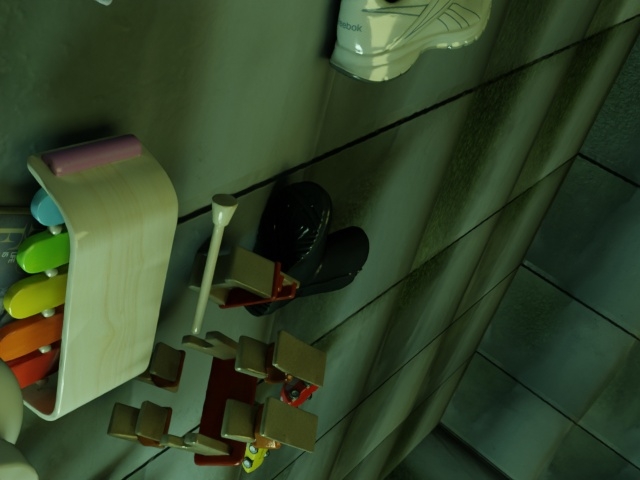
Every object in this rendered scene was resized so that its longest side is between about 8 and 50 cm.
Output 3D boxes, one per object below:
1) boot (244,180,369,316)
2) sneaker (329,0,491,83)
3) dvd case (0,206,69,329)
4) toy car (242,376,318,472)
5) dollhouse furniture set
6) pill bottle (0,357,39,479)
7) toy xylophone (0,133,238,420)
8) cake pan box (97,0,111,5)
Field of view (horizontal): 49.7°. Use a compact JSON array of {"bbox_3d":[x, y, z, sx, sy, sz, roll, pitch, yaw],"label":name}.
[{"bbox_3d":[0.000,0.000,1.047,0.207,0.094,0.246,-17,144,-47],"label":"boot"},{"bbox_3d":[0.133,-0.308,0.887,0.297,0.111,0.129,-38,145,-34],"label":"sneaker"},{"bbox_3d":[-0.293,0.042,0.679,0.221,0.018,0.164,-2,123,-60],"label":"dvd case"},{"bbox_3d":[-0.113,0.339,1.337,0.239,0.053,0.225,-53,155,-3],"label":"toy car"},{"bbox_3d":[-0.107,0.149,0.868,0.135,0.262,0.259,35,54,-44],"label":"dollhouse furniture set"},{"bbox_3d":[-0.296,0.094,0.445,0.146,0.264,0.146,-40,153,-26],"label":"pill bottle"},{"bbox_3d":[-0.210,0.047,0.712,0.236,0.081,0.323,-17,136,-54],"label":"toy xylophone"},{"bbox_3d":[-0.169,-0.301,0.404,0.246,0.070,0.267,-56,156,8],"label":"cake pan box"}]
